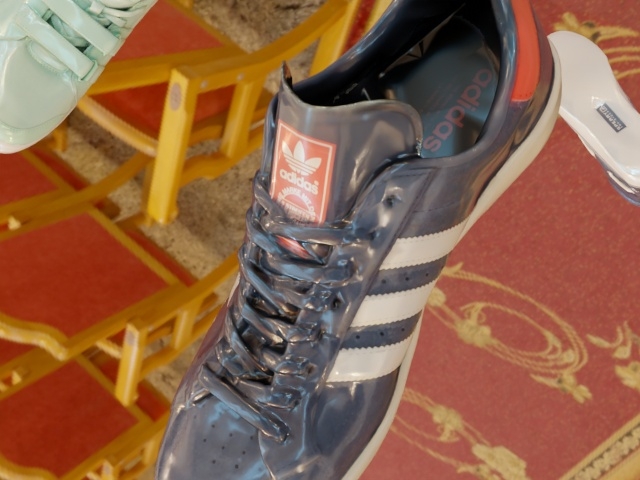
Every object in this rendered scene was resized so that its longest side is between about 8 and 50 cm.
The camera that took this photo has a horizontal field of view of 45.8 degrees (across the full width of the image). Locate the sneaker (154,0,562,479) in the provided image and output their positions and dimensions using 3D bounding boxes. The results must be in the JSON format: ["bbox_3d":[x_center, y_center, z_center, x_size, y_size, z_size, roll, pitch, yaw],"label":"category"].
[{"bbox_3d":[0.000,0.000,0.391,0.131,0.350,0.148,26,172,29],"label":"sneaker"}]

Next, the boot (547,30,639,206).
[{"bbox_3d":[0.277,-0.118,0.759,0.190,0.069,0.086,65,-172,25],"label":"boot"}]

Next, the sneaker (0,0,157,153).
[{"bbox_3d":[-0.182,-0.183,0.583,0.094,0.256,0.151,37,164,-30],"label":"sneaker"}]
